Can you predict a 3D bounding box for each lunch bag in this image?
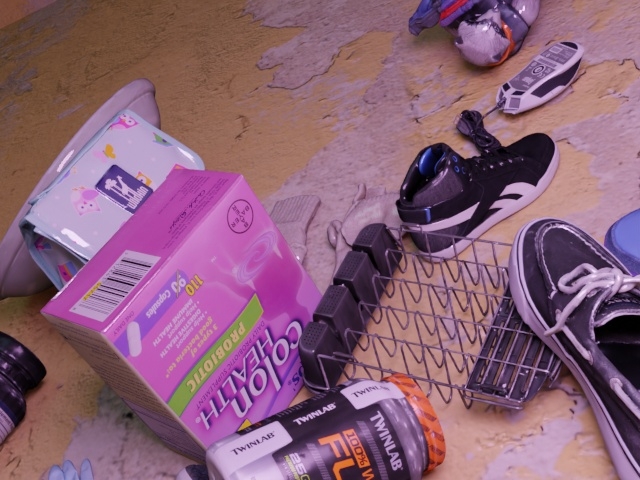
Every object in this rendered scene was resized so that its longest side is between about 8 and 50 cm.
[{"bbox_3d":[-0.235,-0.008,1.075,0.160,0.262,0.223,0,44,37],"label":"lunch bag"}]

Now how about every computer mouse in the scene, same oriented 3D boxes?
[{"bbox_3d":[0.270,-0.188,1.108,0.193,0.042,0.106,-37,30,2],"label":"computer mouse"}]

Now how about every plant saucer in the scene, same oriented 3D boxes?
[{"bbox_3d":[-0.341,-0.055,1.270,0.400,0.101,0.400,-54,6,8],"label":"plant saucer"}]

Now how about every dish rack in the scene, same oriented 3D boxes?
[{"bbox_3d":[0.123,0.077,0.855,0.272,0.074,0.208,8,52,30],"label":"dish rack"}]

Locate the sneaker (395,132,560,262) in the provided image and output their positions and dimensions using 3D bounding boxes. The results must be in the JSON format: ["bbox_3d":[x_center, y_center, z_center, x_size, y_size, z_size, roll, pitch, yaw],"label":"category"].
[{"bbox_3d":[0.182,-0.081,0.969,0.217,0.121,0.079,-41,36,-12],"label":"sneaker"}]

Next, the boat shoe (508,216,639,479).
[{"bbox_3d":[0.242,0.071,0.698,0.113,0.104,0.306,-7,45,-3],"label":"boat shoe"}]

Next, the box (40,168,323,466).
[{"bbox_3d":[-0.122,0.085,0.889,0.117,0.243,0.213,9,51,43],"label":"box"}]

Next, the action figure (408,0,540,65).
[{"bbox_3d":[0.302,-0.379,1.209,0.330,0.178,0.341,-55,16,-22],"label":"action figure"}]

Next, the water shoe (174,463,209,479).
[{"bbox_3d":[-0.090,0.296,0.775,0.080,0.073,0.203,-59,36,11],"label":"water shoe"}]

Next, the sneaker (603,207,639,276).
[{"bbox_3d":[0.377,-0.065,0.697,0.323,0.236,0.130,-2,44,36],"label":"sneaker"}]

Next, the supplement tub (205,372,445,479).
[{"bbox_3d":[0.006,0.194,0.737,0.191,0.116,0.117,-22,31,-20],"label":"supplement tub"}]

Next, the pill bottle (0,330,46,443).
[{"bbox_3d":[-0.459,0.226,1.078,0.123,0.122,0.219,3,46,40],"label":"pill bottle"}]

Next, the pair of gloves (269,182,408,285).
[{"bbox_3d":[0.000,0.000,1.079,0.240,0.042,0.204,-3,43,34],"label":"pair of gloves"}]

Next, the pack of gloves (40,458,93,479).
[{"bbox_3d":[-0.323,0.337,0.906,0.195,0.046,0.232,-36,35,-5],"label":"pack of gloves"}]
